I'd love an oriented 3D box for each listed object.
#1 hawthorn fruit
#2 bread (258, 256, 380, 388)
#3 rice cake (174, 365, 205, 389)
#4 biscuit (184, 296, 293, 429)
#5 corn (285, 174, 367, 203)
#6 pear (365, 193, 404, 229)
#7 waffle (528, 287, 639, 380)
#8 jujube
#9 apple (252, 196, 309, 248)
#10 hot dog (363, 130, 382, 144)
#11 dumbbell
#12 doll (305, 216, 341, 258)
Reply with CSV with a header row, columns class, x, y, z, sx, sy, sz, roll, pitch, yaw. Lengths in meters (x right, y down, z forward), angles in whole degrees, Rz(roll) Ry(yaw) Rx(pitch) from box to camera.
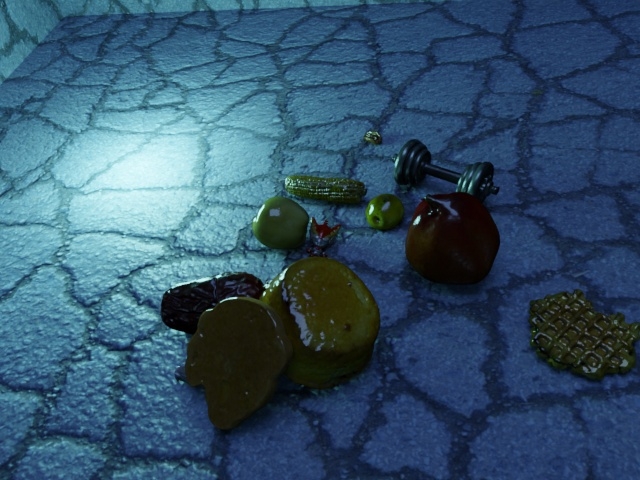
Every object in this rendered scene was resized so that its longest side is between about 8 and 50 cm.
class,x,y,z,sx,sy,sz,roll,pitch,yaw
hawthorn fruit,0.408,-0.009,1.766,0.295,0.311,0.295,4,51,-5
bread,0.002,0.222,1.609,0.337,0.204,0.358,-16,67,-25
rice cake,-0.301,0.408,1.639,0.270,0.055,0.049,10,56,22
biscuit,-0.231,0.319,1.555,0.312,0.057,0.351,30,98,31
corn,0.017,-0.192,2.135,0.320,0.097,0.097,9,49,18
pear,0.225,-0.111,2.024,0.141,0.104,0.141,-3,43,3
waffle,0.738,0.258,1.630,0.301,0.058,0.281,15,52,19
jujube,-0.316,0.202,1.746,0.342,0.216,0.216,-5,46,14
apple,-0.136,-0.059,1.969,0.200,0.200,0.200,-4,46,4
hot dog,0.215,-0.422,2.363,0.083,0.035,0.058,28,60,30
dumbbell,0.440,-0.239,2.060,0.406,0.179,0.179,23,54,28
doll,0.000,0.000,1.985,0.109,0.057,0.169,16,64,2
